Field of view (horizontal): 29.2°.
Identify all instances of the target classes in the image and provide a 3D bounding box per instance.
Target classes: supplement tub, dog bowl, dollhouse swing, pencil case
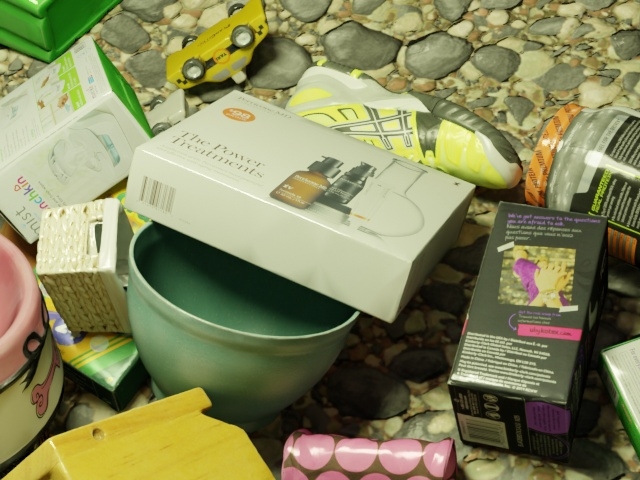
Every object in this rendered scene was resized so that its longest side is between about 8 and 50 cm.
[{"bbox_3d":[0.439,-0.055,1.586,0.316,0.193,0.193,26,63,25],"label":"supplement tub"},{"bbox_3d":[-0.507,0.112,1.446,0.408,0.150,0.408,7,36,-5],"label":"dog bowl"},{"bbox_3d":[-0.212,0.415,1.354,0.315,0.305,0.347,-14,62,-48],"label":"dollhouse swing"},{"bbox_3d":[0.062,0.275,1.492,0.209,0.098,0.095,3,100,13],"label":"pencil case"}]

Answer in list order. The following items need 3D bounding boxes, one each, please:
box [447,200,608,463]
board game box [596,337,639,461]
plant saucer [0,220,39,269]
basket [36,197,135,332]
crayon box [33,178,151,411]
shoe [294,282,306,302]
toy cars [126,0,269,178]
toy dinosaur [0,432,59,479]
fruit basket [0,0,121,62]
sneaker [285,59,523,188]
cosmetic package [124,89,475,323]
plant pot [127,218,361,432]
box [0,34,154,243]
[{"bbox_3d":[0.263,0.111,1.519,0.143,0.165,0.270,9,57,19],"label":"box"},{"bbox_3d":[0.523,0.193,1.451,0.317,0.064,0.242,-19,61,-2],"label":"board game box"},{"bbox_3d":[-0.386,-0.016,1.822,0.200,0.037,0.200,-6,53,8],"label":"plant saucer"},{"bbox_3d":[-0.290,0.038,1.567,0.103,0.167,0.113,-5,57,4],"label":"basket"},{"bbox_3d":[-0.265,0.048,1.702,0.203,0.083,0.323,29,64,15],"label":"crayon box"},{"bbox_3d":[0.000,0.000,1.708,0.058,0.076,0.219,-5,52,14],"label":"shoe"},{"bbox_3d":[-0.205,-0.217,1.897,0.176,0.087,0.393,6,53,51],"label":"toy cars"},{"bbox_3d":[-0.391,0.284,1.520,0.322,0.164,0.218,-31,6,21],"label":"toy dinosaur"},{"bbox_3d":[-0.497,-0.523,2.090,0.392,0.283,0.392,2,65,-4],"label":"fruit basket"},{"bbox_3d":[0.112,-0.131,1.759,0.385,0.145,0.147,22,73,33],"label":"sneaker"},{"bbox_3d":[-0.019,-0.058,1.596,0.377,0.097,0.284,23,27,13],"label":"cosmetic package"},{"bbox_3d":[-0.111,0.116,1.538,0.293,0.196,0.293,13,27,-7],"label":"plant pot"},{"bbox_3d":[-0.378,-0.154,1.781,0.231,0.126,0.262,-36,31,1],"label":"box"}]
